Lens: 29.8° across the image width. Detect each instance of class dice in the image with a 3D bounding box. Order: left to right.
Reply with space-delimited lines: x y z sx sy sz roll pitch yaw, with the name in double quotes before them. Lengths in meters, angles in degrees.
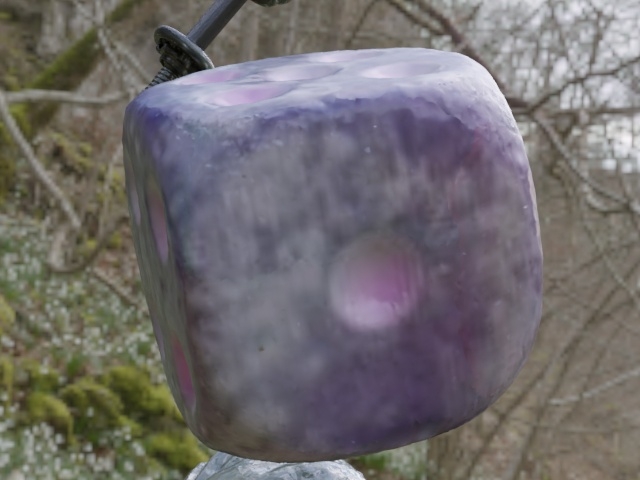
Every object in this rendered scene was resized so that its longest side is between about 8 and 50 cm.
"dice" 0.000 0.000 0.947 0.270 0.270 0.271 -11 17 -14

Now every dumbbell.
"dumbbell" -0.111 -0.241 1.291 0.110 0.254 0.110 37 -13 10

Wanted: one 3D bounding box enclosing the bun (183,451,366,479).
"bun" -0.084 0.388 1.511 0.354 0.354 0.194 -3 -43 45
